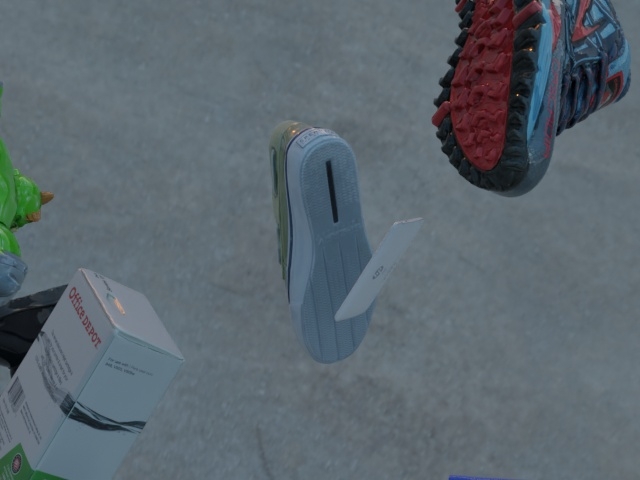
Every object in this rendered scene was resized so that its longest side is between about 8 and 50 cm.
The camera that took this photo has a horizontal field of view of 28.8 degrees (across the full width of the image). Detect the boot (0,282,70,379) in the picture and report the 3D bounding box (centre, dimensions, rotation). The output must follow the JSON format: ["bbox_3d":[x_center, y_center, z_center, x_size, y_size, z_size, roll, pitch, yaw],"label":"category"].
[{"bbox_3d":[-0.394,0.180,1.657,0.246,0.094,0.207,-17,91,-55],"label":"boot"}]

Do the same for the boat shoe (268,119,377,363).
[{"bbox_3d":[0.000,0.000,1.446,0.109,0.302,0.094,-15,31,-23],"label":"boat shoe"}]

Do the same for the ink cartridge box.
[{"bbox_3d":[-0.240,0.154,1.254,0.087,0.208,0.153,26,12,-33],"label":"ink cartridge box"}]

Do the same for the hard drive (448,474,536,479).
[{"bbox_3d":[0.352,0.380,1.828,0.319,0.210,0.040,2,76,10],"label":"hard drive"}]

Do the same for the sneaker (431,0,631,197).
[{"bbox_3d":[0.157,-0.121,0.815,0.125,0.104,0.261,28,47,-15],"label":"sneaker"}]

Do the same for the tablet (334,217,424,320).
[{"bbox_3d":[0.041,0.020,0.868,0.006,0.083,0.054,37,19,18],"label":"tablet"}]

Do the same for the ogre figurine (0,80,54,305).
[{"bbox_3d":[-0.209,-0.014,0.644,0.097,0.118,0.197,49,26,-43],"label":"ogre figurine"}]
